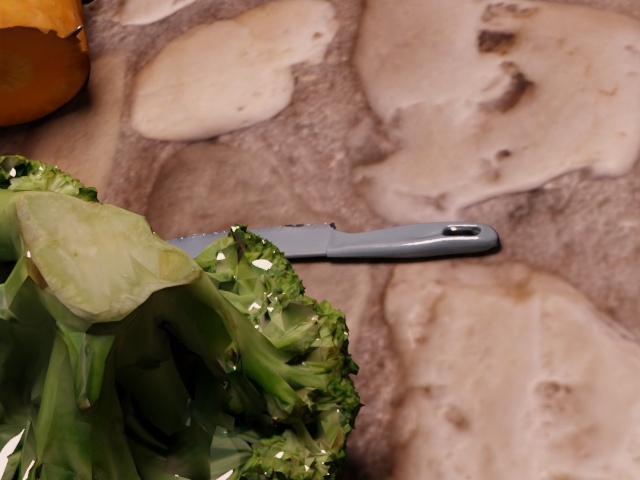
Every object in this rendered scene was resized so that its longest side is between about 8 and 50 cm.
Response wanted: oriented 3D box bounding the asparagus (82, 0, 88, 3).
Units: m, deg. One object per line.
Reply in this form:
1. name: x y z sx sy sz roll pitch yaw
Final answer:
1. asparagus: -0.363 -0.243 1.321 0.233 0.022 0.023 -17 96 4

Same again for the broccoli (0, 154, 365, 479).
1. broccoli: -0.158 0.110 0.825 0.310 0.321 0.413 -42 53 23

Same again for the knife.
1. knife: 0.000 0.000 1.024 0.313 0.019 0.044 -3 47 17

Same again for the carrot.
1. carrot: -0.355 -0.286 1.207 0.224 0.224 0.340 -22 66 3
